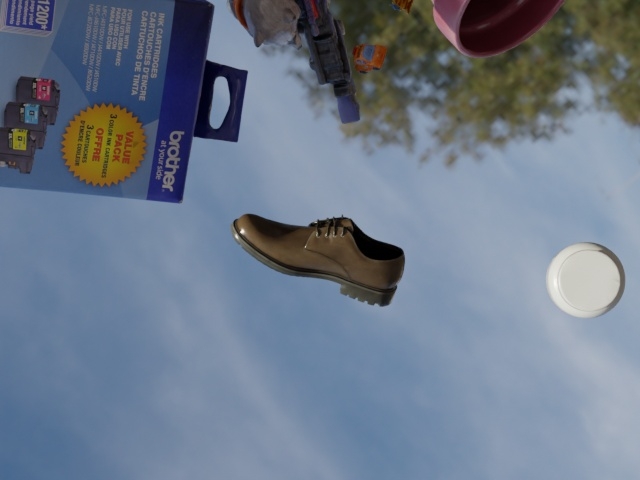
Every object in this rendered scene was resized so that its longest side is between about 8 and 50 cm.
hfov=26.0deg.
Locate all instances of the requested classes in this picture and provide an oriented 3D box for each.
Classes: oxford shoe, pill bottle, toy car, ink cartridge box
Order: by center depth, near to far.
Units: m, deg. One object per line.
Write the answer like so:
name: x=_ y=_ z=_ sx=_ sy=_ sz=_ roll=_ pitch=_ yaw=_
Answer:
oxford shoe: x=0.000 y=0.000 z=1.746 sx=0.227 sy=0.096 sz=0.083 roll=17 pitch=-149 yaw=-10
ink cartridge box: x=-0.298 y=-0.199 z=1.758 sx=0.396 sy=0.270 sz=0.151 roll=4 pitch=-164 yaw=-22
toy car: x=0.079 y=-0.294 z=1.952 sx=0.040 sy=0.122 sz=0.060 roll=23 pitch=-178 yaw=-31
pill bottle: x=0.455 y=0.068 z=2.376 sx=0.131 sy=0.131 sz=0.229 roll=53 pitch=-175 yaw=6

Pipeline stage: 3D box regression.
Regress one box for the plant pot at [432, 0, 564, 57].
plant pot: x=0.209 y=-0.372 z=1.821 sx=0.201 sy=0.201 sz=0.180 roll=7 pitch=-139 yaw=-53

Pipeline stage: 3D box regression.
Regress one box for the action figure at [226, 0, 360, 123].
action figure: x=-0.058 y=-0.323 z=1.980 sx=0.330 sy=0.179 sz=0.341 roll=-90 pitch=-15 yaw=-69
